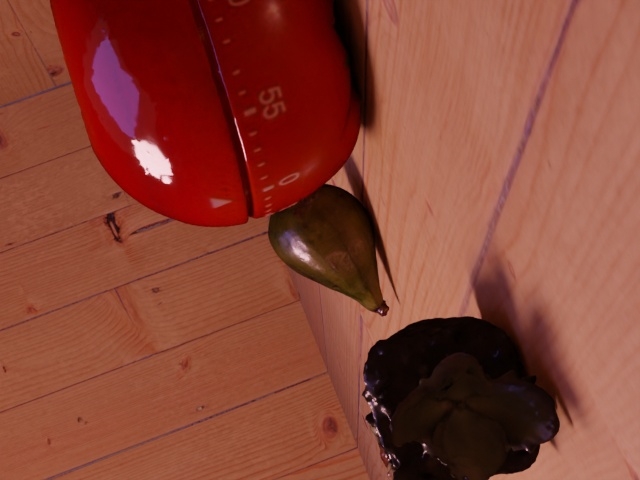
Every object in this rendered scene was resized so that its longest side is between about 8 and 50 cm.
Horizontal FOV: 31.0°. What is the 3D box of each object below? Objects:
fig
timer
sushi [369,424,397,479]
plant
[{"bbox_3d":[0.026,0.004,1.461,0.185,0.127,0.133,31,153,-23],"label":"fig"},{"bbox_3d":[-0.123,-0.201,1.184,0.378,0.279,0.378,162,90,-84],"label":"timer"},{"bbox_3d":[0.137,0.403,1.958,0.320,0.068,0.339,158,92,-85],"label":"sushi"},{"bbox_3d":[0.105,0.130,0.915,0.203,0.142,0.131,-2,-99,-86],"label":"plant"}]
